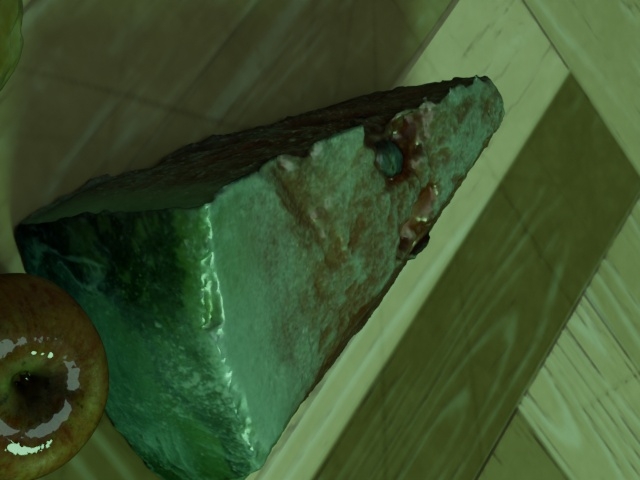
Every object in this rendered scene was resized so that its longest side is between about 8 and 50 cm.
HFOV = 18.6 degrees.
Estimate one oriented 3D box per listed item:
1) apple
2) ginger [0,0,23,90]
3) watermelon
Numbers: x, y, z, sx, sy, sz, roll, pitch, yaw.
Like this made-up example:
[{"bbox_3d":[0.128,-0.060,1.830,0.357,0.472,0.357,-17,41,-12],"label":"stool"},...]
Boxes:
[{"bbox_3d":[-0.122,0.053,0.744,0.084,0.071,0.084,4,83,-35],"label":"apple"},{"bbox_3d":[-0.227,-0.016,0.613,0.354,0.126,0.190,-33,88,-37],"label":"ginger"},{"bbox_3d":[0.000,0.000,0.863,0.241,0.094,0.154,-42,120,-40],"label":"watermelon"}]
